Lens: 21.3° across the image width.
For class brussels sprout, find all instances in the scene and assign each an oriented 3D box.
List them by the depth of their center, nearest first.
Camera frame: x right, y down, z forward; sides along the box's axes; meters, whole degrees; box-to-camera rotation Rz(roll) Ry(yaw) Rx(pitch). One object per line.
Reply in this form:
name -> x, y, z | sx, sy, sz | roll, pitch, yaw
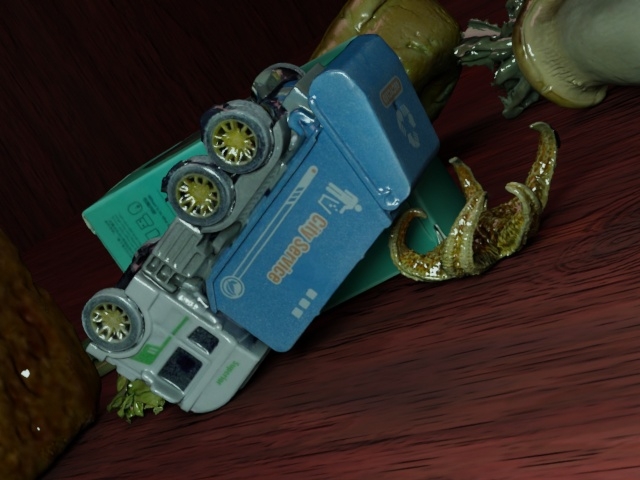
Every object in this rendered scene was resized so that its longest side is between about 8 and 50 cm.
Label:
brussels sprout -> -0.171, 0.139, 1.640 | 0.085, 0.058, 0.085 | -49, 3, 3

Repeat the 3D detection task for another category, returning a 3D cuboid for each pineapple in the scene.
pineapple -> 0.304, -0.253, 1.790 | 0.361, 0.175, 0.175 | -42, 4, 33

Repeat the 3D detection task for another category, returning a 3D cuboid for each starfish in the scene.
starfish -> 0.140, -0.027, 1.388 | 0.146, 0.074, 0.190 | -40, 11, -23

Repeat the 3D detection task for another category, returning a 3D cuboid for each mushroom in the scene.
mushroom -> 0.319, -0.209, 1.528 | 0.154, 0.137, 0.407 | -52, 15, -27

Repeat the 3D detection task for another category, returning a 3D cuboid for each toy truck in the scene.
toy truck -> -0.052, -0.013, 1.463 | 0.367, 0.175, 0.146 | -52, -1, 29

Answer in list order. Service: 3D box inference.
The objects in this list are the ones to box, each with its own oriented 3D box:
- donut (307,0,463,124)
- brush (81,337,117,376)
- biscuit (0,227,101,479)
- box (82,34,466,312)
donut -> 0.058, -0.164, 1.934 | 0.261, 0.128, 0.208 | -56, -17, 6
brush -> -0.195, 0.095, 1.954 | 0.282, 0.048, 0.054 | -30, 13, 11
biscuit -> -0.409, 0.130, 1.626 | 0.166, 0.342, 0.395 | -22, 17, 35
box -> -0.041, -0.030, 1.605 | 0.311, 0.205, 0.118 | -29, 13, 28
